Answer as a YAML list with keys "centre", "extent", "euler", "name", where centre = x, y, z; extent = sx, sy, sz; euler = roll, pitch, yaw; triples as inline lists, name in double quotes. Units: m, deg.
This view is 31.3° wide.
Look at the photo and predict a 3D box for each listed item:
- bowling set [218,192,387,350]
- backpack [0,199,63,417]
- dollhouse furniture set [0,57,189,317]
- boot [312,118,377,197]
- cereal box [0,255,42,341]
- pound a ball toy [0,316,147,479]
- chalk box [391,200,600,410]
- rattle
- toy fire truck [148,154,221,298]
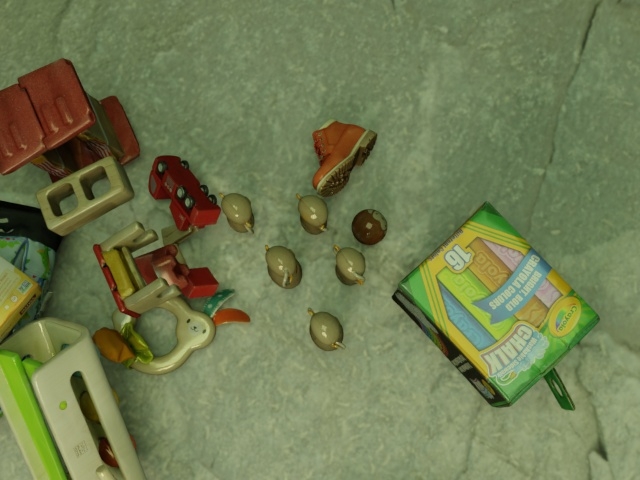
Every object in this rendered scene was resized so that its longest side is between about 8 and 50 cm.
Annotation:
- centre: [0.000, 0.000, 1.645]
  extent: [0.200, 0.154, 0.287]
  euler: [-39, 82, -5]
  name: "bowling set"
- centre: [-0.536, 0.112, 1.608]
  extent: [0.290, 0.273, 0.355]
  euler: [13, 93, -4]
  name: "backpack"
- centre: [-0.321, -0.049, 1.610]
  extent: [0.152, 0.201, 0.374]
  euler: [-27, 75, 6]
  name: "dollhouse furniture set"
- centre: [0.014, -0.125, 1.692]
  extent: [0.085, 0.059, 0.158]
  euler: [28, 44, 10]
  name: "boot"
- centre: [-0.512, 0.059, 1.489]
  extent: [0.240, 0.047, 0.173]
  euler: [34, 72, 6]
  name: "cereal box"
- centre: [-0.296, 0.271, 1.542]
  extent: [0.136, 0.208, 0.319]
  euler: [-39, 124, -38]
  name: "pound a ball toy"
- centre: [0.264, 0.118, 1.610]
  extent: [0.179, 0.180, 0.289]
  euler: [-43, 84, -5]
  name: "chalk box"
- centre: [-0.212, 0.115, 1.642]
  extent: [0.200, 0.142, 0.130]
  euler: [-9, 62, 6]
  name: "rattle"
- centre: [-0.203, -0.022, 1.687]
  extent: [0.192, 0.047, 0.135]
  euler: [49, 128, 35]
  name: "toy fire truck"
